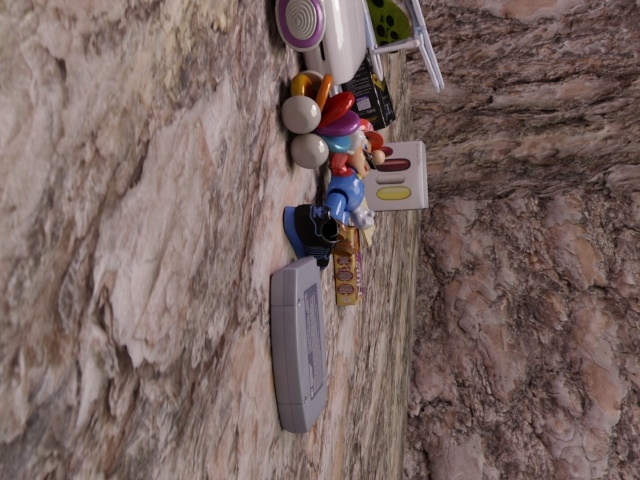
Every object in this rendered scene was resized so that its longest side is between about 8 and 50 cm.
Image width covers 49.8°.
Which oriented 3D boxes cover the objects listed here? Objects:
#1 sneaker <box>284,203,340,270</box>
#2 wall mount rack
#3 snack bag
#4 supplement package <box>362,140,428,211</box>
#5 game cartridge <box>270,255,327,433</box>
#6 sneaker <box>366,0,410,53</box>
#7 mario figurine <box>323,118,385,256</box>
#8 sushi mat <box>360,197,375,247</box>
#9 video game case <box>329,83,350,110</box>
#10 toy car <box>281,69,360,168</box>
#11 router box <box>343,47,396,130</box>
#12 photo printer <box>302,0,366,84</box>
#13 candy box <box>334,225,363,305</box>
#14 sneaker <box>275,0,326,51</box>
[{"bbox_3d":[0.000,0.000,1.358,0.232,0.090,0.082,59,31,-63],"label":"sneaker"},{"bbox_3d":[0.151,-0.563,1.651,0.304,0.130,0.350,-68,144,-70],"label":"wall mount rack"},{"bbox_3d":[0.251,-0.608,1.855,0.323,0.037,0.343,-92,160,-53],"label":"snack bag"},{"bbox_3d":[0.202,-0.182,1.998,0.149,0.203,0.194,-13,100,-77],"label":"supplement package"},{"bbox_3d":[-0.037,0.185,1.258,0.196,0.060,0.295,-30,117,-79],"label":"game cartridge"},{"bbox_3d":[0.147,-0.641,1.888,0.295,0.109,0.124,45,18,-35],"label":"sneaker"},{"bbox_3d":[0.084,-0.132,1.547,0.198,0.170,0.321,140,-35,-63],"label":"mario figurine"},{"bbox_3d":[0.087,-0.146,1.763,0.151,0.019,0.317,-72,145,-68],"label":"sushi mat"},{"bbox_3d":[0.057,-0.335,1.734,0.190,0.022,0.173,-21,97,-77],"label":"video game case"},{"bbox_3d":[0.008,-0.236,1.331,0.159,0.136,0.182,-78,160,-48],"label":"toy car"},{"bbox_3d":[0.123,-0.422,1.862,0.309,0.080,0.243,-50,125,-73],"label":"router box"},{"bbox_3d":[0.026,-0.484,1.511,0.308,0.107,0.256,-67,151,-62],"label":"photo printer"},{"bbox_3d":[0.069,0.061,1.724,0.109,0.053,0.187,-26,112,-76],"label":"candy box"},{"bbox_3d":[-0.048,-0.499,1.267,0.152,0.114,0.305,-95,-175,-80],"label":"sneaker"}]
